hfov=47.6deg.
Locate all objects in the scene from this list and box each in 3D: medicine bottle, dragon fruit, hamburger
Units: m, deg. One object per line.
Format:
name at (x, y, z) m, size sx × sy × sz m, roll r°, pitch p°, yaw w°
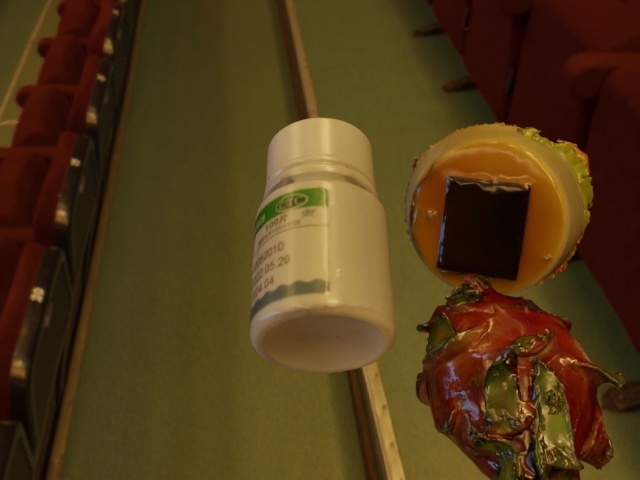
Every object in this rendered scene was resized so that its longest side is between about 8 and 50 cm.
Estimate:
medicine bottle at (0.000, 0.000, 0.724) m, size 0.139 × 0.139 × 0.236 m, roll -4°, pitch 56°, yaw 3°
dragon fruit at (0.187, 0.150, 0.709) m, size 0.198 × 0.200 × 0.269 m, roll -35°, pitch 8°, yaw 18°
hamburger at (0.276, -0.048, 1.159) m, size 0.295 × 0.275 × 0.179 m, roll 5°, pitch 16°, yaw 16°
